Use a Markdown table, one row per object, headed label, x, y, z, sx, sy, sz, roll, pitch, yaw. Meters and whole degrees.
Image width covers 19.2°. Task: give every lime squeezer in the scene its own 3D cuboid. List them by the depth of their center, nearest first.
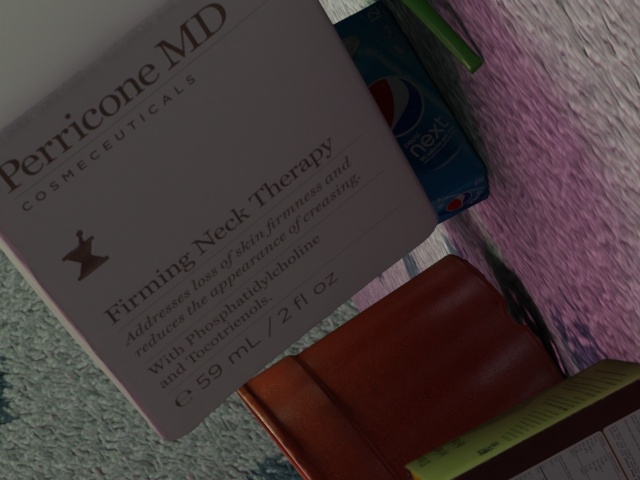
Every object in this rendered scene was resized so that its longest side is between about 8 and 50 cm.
| label | x | y | z | sx | sy | sz | roll | pitch | yaw |
| --- | --- | --- | --- | --- | --- | --- | --- | --- | --- |
| lime squeezer | 0.046 | -0.230 | 1.619 | 0.110 | 0.059 | 0.310 | 65 | 174 | -30 |

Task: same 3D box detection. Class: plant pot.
| label | x | y | z | sx | sy | sz | roll | pitch | yaw |
| --- | --- | --- | --- | --- | --- | --- | --- | --- | --- |
| plant pot | 0.094 | 0.170 | 1.937 | 0.272 | 0.265 | 0.272 | 50 | 174 | 7 |

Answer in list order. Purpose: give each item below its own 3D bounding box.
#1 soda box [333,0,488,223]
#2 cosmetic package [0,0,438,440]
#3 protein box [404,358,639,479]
| label | x | y | z | sx | sy | sz | roll | pitch | yaw |
| --- | --- | --- | --- | --- | --- | --- | --- | --- | --- |
| soda box | 0.081 | -0.121 | 1.804 | 0.210 | 0.067 | 0.071 | 60 | 175 | 22 |
| cosmetic package | -0.166 | -0.108 | 1.681 | 0.327 | 0.329 | 0.394 | 44 | 170 | 45 |
| protein box | 0.197 | 0.205 | 1.545 | 0.136 | 0.201 | 0.200 | 63 | 176 | 0 |
